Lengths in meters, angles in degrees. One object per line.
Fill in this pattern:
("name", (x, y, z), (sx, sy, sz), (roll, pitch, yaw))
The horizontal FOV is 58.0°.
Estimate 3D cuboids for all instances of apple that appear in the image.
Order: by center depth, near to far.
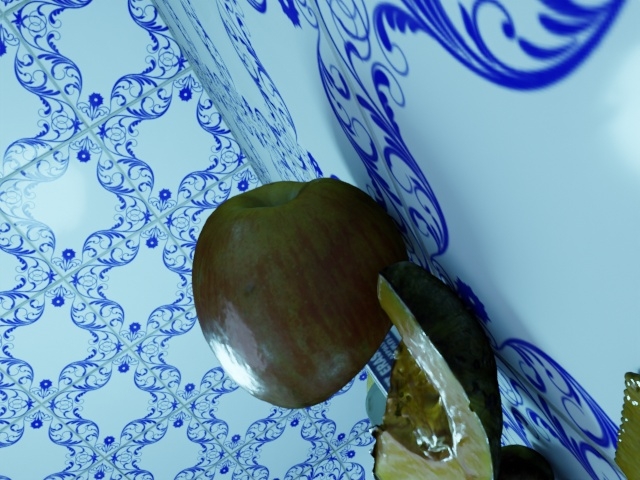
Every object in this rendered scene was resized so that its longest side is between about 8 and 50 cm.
("apple", (-0.036, 0.045, 0.753), (0.301, 0.302, 0.301), (56, 175, 7))

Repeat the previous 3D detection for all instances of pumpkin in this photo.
("pumpkin", (0.159, 0.174, 0.660), (0.169, 0.148, 0.312), (22, 127, 41))

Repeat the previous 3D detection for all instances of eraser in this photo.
("eraser", (0.153, 0.221, 1.028), (0.279, 0.124, 0.081), (50, 172, 52))

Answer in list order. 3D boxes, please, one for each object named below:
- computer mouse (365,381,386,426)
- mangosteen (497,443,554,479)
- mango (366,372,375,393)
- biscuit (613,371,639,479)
("computer mouse", (0.203, 0.367, 1.213), (0.095, 0.197, 0.331), (22, -166, -26))
("mangosteen", (0.227, 0.410, 0.715), (0.297, 0.297, 0.313), (-131, 48, -60))
("mango", (0.203, 0.401, 1.560), (0.177, 0.176, 0.329), (29, 141, 30))
("biscuit", (0.280, 0.210, 0.362), (0.237, 0.013, 0.232), (53, 174, 43))
